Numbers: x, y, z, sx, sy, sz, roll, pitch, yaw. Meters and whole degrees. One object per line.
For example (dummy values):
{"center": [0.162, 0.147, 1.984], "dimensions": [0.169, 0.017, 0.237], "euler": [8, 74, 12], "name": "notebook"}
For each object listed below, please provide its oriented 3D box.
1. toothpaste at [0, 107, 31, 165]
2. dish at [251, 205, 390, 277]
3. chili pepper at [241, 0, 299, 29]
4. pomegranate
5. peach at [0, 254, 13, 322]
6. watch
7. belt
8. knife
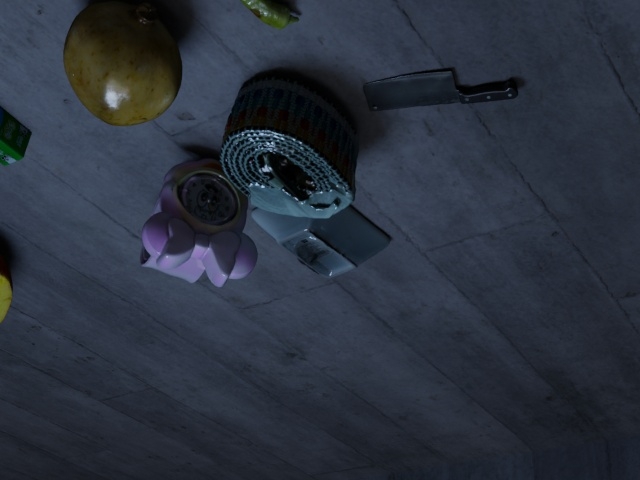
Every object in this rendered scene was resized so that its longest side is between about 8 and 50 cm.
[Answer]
{"center": [-0.611, -0.234, 1.444], "dimensions": [0.050, 0.065, 0.267], "euler": [-18, 139, 25], "name": "toothpaste"}
{"center": [0.000, 0.000, 1.687], "dimensions": [0.181, 0.080, 0.243], "euler": [-22, 136, 34], "name": "dish"}
{"center": [-0.106, -0.368, 1.203], "dimensions": [0.048, 0.043, 0.208], "euler": [-4, 146, 36], "name": "chili pepper"}
{"center": [-0.287, -0.268, 1.254], "dimensions": [0.196, 0.196, 0.196], "euler": [4, 145, 2], "name": "pomegranate"}
{"center": [-0.789, 0.092, 1.785], "dimensions": [0.245, 0.249, 0.275], "euler": [30, 139, 3], "name": "peach"}
{"center": [-0.237, -0.007, 1.563], "dimensions": [0.210, 0.249, 0.217], "euler": [20, 146, -21], "name": "watch"}
{"center": [-0.051, -0.144, 1.424], "dimensions": [0.207, 0.150, 0.257], "euler": [-9, 143, 33], "name": "belt"}
{"center": [0.191, -0.243, 1.364], "dimensions": [0.245, 0.019, 0.072], "euler": [-3, 143, 15], "name": "knife"}
